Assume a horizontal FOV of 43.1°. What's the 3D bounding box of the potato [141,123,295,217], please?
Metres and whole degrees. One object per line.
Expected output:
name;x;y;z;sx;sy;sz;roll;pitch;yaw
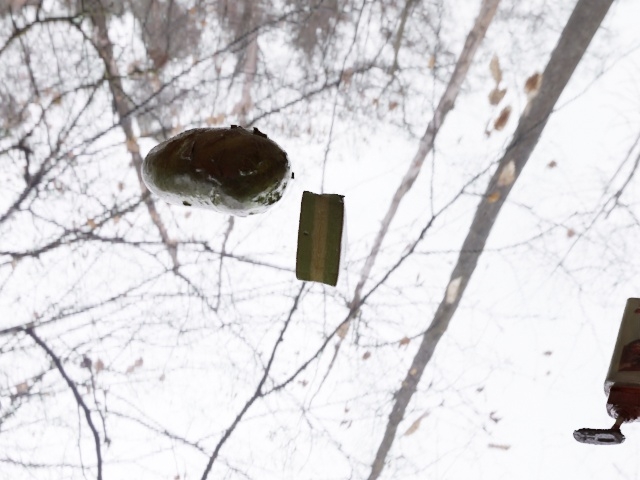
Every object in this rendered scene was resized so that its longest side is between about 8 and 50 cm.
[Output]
potato;-0.171;-0.117;1.289;0.298;0.141;0.176;12;-170;37

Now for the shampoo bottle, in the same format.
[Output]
shampoo bottle;0.488;0.204;1.236;0.153;0.071;0.284;10;-136;43

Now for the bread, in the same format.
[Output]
bread;0.000;-0.003;1.249;0.074;0.139;0.084;10;-124;10
